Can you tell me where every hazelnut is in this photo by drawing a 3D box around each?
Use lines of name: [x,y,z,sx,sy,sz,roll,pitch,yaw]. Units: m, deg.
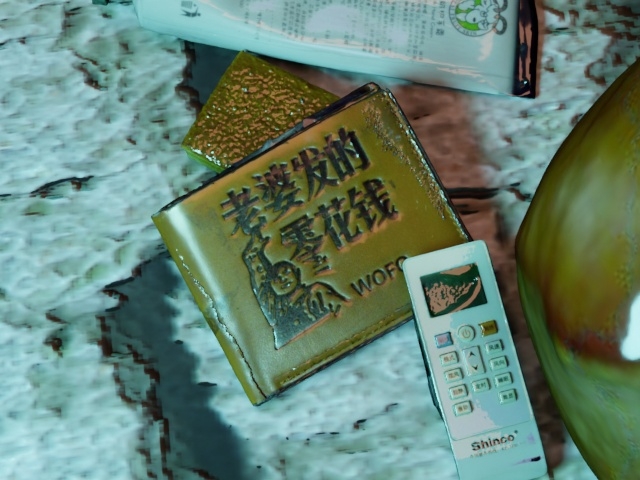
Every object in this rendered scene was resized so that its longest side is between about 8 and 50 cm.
hazelnut: [0.291,0.022,0.992,0.365,0.366,0.366,-1,72,3]

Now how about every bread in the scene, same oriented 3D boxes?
bread: [-0.039,-0.081,1.196,0.094,0.035,0.090,27,76,12]

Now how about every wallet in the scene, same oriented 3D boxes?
wallet: [0.000,-0.001,1.142,0.195,0.042,0.161,-29,91,-8]

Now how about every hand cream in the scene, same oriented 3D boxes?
hand cream: [-0.002,-0.181,1.219,0.336,0.076,0.121,7,78,-1]

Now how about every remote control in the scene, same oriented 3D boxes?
remote control: [0.103,0.087,1.119,0.065,0.029,0.166,-15,84,-4]
